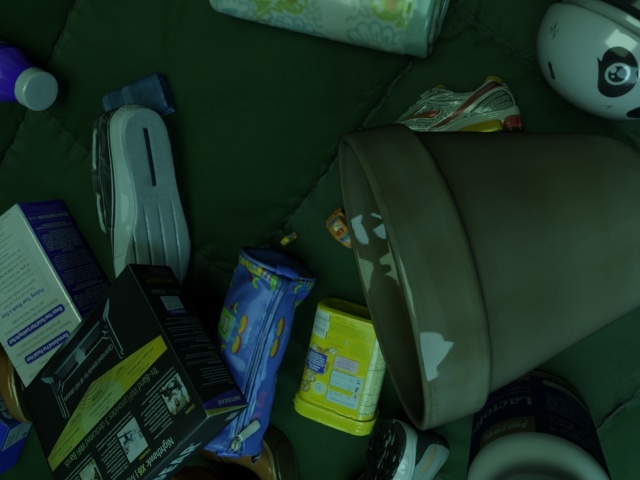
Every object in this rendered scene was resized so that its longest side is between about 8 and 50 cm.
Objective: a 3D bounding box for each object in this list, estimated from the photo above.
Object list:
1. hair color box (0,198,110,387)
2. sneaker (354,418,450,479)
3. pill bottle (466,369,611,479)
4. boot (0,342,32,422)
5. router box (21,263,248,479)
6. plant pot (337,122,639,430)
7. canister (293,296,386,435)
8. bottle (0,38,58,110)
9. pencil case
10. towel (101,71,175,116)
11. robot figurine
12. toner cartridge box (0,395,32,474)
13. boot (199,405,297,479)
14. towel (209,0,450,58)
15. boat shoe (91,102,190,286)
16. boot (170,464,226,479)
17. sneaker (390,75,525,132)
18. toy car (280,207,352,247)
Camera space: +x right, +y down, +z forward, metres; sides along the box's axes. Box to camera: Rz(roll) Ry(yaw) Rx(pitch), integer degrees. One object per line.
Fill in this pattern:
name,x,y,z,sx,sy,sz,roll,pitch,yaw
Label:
hair color box,-0.466,0.119,0.916,0.185,0.110,0.339,-30,87,19
sneaker,0.101,0.377,0.770,0.108,0.100,0.271,13,120,-20
pill bottle,0.250,0.268,0.606,0.153,0.264,0.153,3,100,18
boot,-0.642,0.233,0.963,0.220,0.109,0.283,-25,86,2
router box,-0.275,0.223,0.736,0.309,0.081,0.243,-45,65,19
plant pot,0.191,0.010,0.575,0.280,0.323,0.323,-14,95,-3
canister,0.038,0.181,0.769,0.126,0.073,0.170,15,103,16
bottle,-0.568,-0.302,0.870,0.283,0.118,0.092,28,107,14
pencil case,-0.102,0.163,0.755,0.119,0.133,0.306,16,93,-26
towel,-0.291,-0.219,0.836,0.119,0.029,0.067,-15,95,22
robot figurine,0.351,-0.257,0.526,0.209,0.173,0.278,42,110,16
toner cartridge box,-0.750,0.316,1.066,0.348,0.075,0.165,34,107,11
boot,-0.130,0.348,0.860,0.152,0.073,0.197,-23,79,20
towel,0.039,-0.448,0.652,0.320,0.090,0.374,20,105,18
boat shoe,-0.291,-0.044,0.835,0.119,0.121,0.335,11,105,40
boot,-0.105,0.456,0.850,0.211,0.295,0.104,12,63,50
sneaker,0.140,-0.145,0.680,0.225,0.088,0.093,-11,75,21
toy car,0.000,0.000,0.767,0.122,0.040,0.060,-26,90,21
